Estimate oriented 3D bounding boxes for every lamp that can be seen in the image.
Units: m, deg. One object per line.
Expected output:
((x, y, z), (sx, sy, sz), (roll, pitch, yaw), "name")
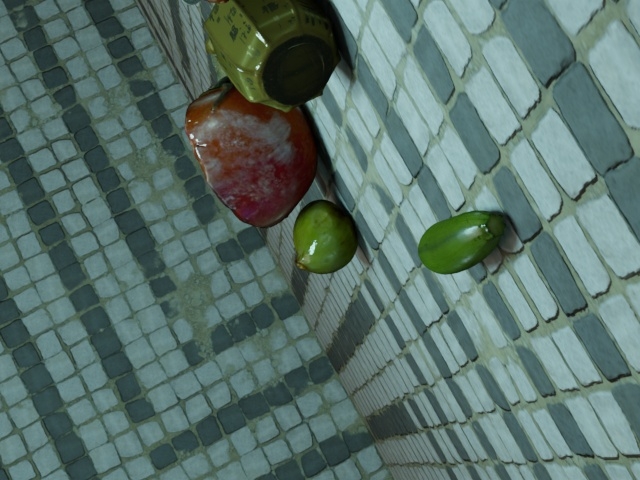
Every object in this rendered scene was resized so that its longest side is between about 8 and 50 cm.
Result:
((-0.067, -0.274, 1.387), (0.185, 0.161, 0.161), (56, 169, 47), "lamp")

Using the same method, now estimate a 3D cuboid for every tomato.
((-0.091, -0.172, 1.799), (0.309, 0.170, 0.309), (40, -142, -42), "tomato")

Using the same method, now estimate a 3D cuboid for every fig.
((0.010, -0.006, 1.881), (0.136, 0.120, 0.153), (60, -164, -16), "fig")

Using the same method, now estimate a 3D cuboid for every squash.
((0.164, 0.000, 1.165), (0.066, 0.066, 0.201), (62, 165, 3), "squash")

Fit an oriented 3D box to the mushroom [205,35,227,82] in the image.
((-0.150, -0.289, 2.050), (0.351, 0.094, 0.123), (74, -174, -49), "mushroom")

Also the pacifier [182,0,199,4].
((-0.224, -0.481, 1.845), (0.078, 0.081, 0.099), (9, 107, 39), "pacifier")

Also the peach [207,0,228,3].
((-0.149, -0.447, 1.290), (0.154, 0.158, 0.268), (146, 107, -87), "peach")
